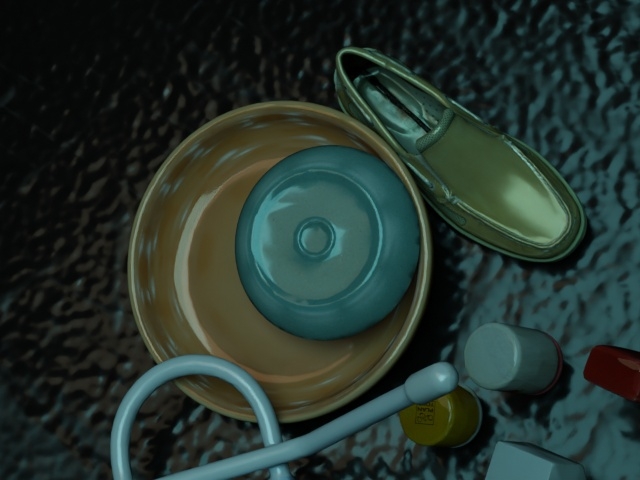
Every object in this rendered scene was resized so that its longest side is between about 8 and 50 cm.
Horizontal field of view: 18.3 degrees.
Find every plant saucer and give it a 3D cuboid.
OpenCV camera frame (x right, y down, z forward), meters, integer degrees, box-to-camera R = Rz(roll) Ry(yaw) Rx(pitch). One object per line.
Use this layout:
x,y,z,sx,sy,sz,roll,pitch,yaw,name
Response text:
0.000,0.000,1.195,0.119,0.021,0.119,-3,82,20,plant saucer
-0.023,0.014,1.234,0.200,0.037,0.200,-3,82,19,plant saucer

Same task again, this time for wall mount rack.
-0.021,0.217,1.122,0.304,0.130,0.350,-19,78,18,wall mount rack

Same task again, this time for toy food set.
0.169,0.116,1.153,0.232,0.104,0.111,20,95,37,toy food set

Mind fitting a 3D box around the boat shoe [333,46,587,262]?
0.078,-0.054,1.216,0.190,0.072,0.068,35,86,20,boat shoe
